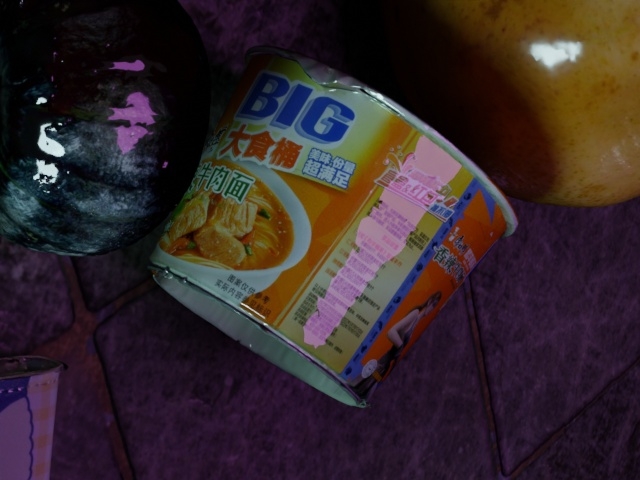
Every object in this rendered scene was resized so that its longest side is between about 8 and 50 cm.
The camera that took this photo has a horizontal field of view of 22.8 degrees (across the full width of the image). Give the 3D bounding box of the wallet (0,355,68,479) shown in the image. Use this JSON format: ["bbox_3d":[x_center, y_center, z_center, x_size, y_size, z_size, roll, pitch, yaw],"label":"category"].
[{"bbox_3d":[-0.306,0.253,1.250,0.223,0.077,0.309,-3,103,-46],"label":"wallet"}]

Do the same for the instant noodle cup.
[{"bbox_3d":[0.000,0.000,1.393,0.296,0.296,0.214,42,77,-45],"label":"instant noodle cup"}]

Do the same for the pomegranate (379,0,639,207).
[{"bbox_3d":[0.265,-0.226,1.533,0.417,0.417,0.416,-15,111,-45],"label":"pomegranate"}]

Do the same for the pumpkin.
[{"bbox_3d":[-0.183,-0.103,1.182,0.163,0.233,0.233,5,96,-35],"label":"pumpkin"}]
